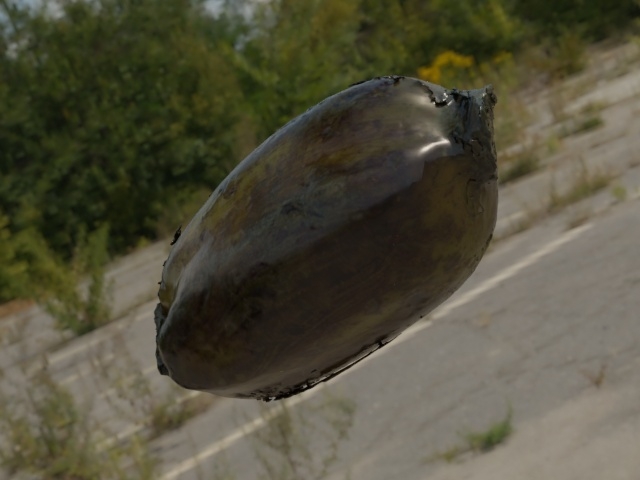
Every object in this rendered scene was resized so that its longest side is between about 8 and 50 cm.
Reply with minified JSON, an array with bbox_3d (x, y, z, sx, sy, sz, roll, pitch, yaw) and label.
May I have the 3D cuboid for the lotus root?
[{"bbox_3d":[0.000,0.000,1.061,0.397,0.196,0.179,-34,-29,33],"label":"lotus root"}]
